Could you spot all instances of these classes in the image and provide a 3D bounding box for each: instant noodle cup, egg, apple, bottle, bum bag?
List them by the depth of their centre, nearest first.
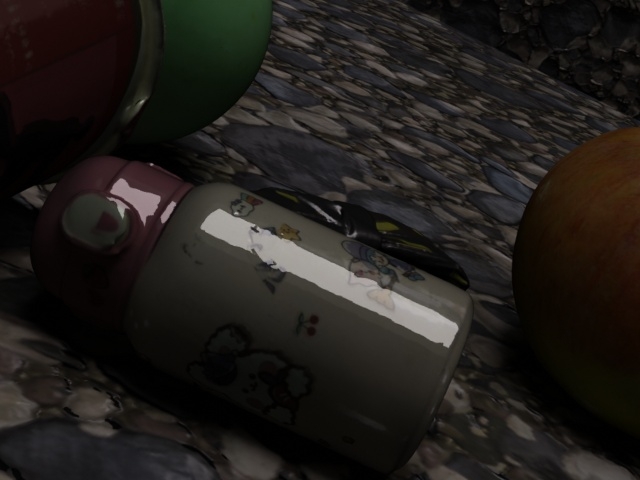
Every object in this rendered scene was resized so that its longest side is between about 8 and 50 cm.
[{"bbox_3d":[-0.042,0.031,0.571,0.233,0.110,0.110,25,20,2],"label":"bottle"},{"bbox_3d":[-0.227,-0.107,0.576,0.234,0.235,0.178,25,29,3],"label":"instant noodle cup"},{"bbox_3d":[0.000,0.000,0.769,0.232,0.060,0.106,12,14,-34],"label":"bum bag"},{"bbox_3d":[0.259,0.035,0.770,0.260,0.194,0.261,19,23,-8],"label":"apple"},{"bbox_3d":[-0.161,-0.191,0.837,0.220,0.220,0.269,1,18,-46],"label":"egg"}]
